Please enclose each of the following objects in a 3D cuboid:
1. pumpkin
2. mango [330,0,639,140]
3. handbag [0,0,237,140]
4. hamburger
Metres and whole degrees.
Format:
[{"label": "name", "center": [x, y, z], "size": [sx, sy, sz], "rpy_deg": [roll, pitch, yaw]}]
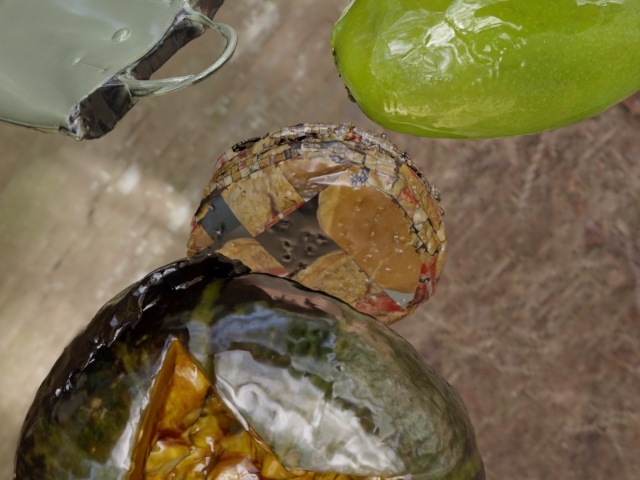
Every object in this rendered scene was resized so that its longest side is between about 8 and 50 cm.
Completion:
[{"label": "pumpkin", "center": [-0.050, 0.174, 0.984], "size": [0.320, 0.320, 0.192], "rpy_deg": [-45, 1, 8]}, {"label": "mango", "center": [0.087, -0.093, 0.685], "size": [0.165, 0.091, 0.074], "rpy_deg": [-10, 12, -1]}, {"label": "handbag", "center": [-0.205, -0.191, 1.419], "size": [0.315, 0.109, 0.241], "rpy_deg": [7, 52, 48]}, {"label": "hamburger", "center": [0.000, 0.000, 1.305], "size": [0.231, 0.231, 0.106], "rpy_deg": [-30, 22, 28]}]
